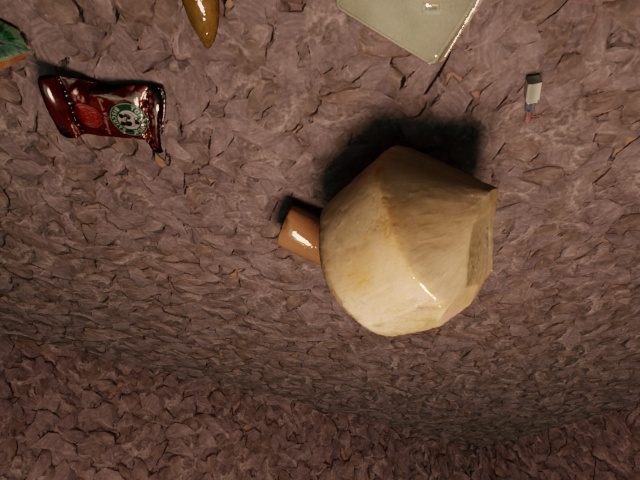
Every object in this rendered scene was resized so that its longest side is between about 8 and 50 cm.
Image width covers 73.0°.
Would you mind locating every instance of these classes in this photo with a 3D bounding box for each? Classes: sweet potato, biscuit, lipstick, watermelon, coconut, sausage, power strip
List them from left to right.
[{"bbox_3d":[-0.675,-0.332,0.791,0.231,0.146,0.128,-11,138,22],"label":"watermelon"},{"bbox_3d":[-0.442,-0.266,0.911,0.236,0.063,0.151,7,141,-7],"label":"biscuit"},{"bbox_3d":[-0.169,-0.466,0.640,0.109,0.079,0.346,10,137,-26],"label":"sweet potato"},{"bbox_3d":[0.000,0.000,1.144,0.253,0.123,0.123,26,136,-21],"label":"sausage"},{"bbox_3d":[0.195,0.001,0.924,0.345,0.415,0.415,10,145,-40],"label":"coconut"},{"bbox_3d":[0.152,-0.413,0.673,0.213,0.064,0.198,28,138,-5],"label":"power strip"},{"bbox_3d":[0.413,-0.272,0.849,0.025,0.025,0.107,-8,145,15],"label":"lipstick"}]
